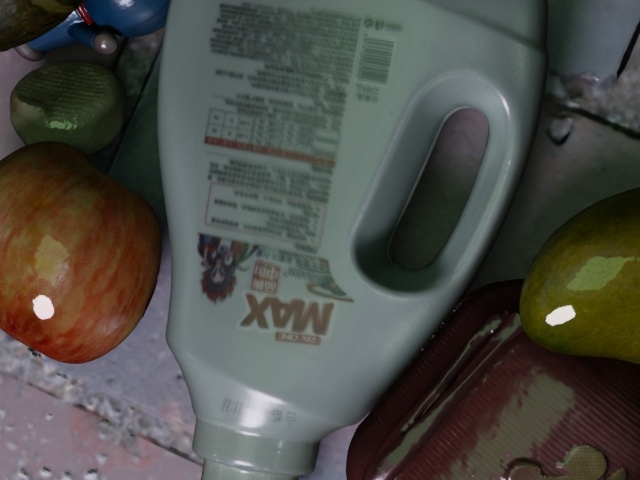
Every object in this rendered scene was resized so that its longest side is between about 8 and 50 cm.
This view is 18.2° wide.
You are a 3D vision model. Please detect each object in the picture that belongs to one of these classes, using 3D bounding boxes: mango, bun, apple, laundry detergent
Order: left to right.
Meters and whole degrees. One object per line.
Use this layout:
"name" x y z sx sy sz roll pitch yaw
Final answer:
"apple" -0.180 0.006 1.383 0.146 0.146 0.131 34 93 12
"bun" -0.181 -0.089 1.432 0.086 0.086 0.055 12 132 13
"laundry detergent" 0.000 0.000 1.357 0.264 0.125 0.398 10 89 11
"mango" 0.264 0.036 1.211 0.289 0.129 0.146 20 121 -22

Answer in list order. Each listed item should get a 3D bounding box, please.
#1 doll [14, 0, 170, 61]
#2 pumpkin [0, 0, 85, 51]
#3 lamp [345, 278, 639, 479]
"doll" -0.154 -0.181 1.425 0.152 0.085 0.114 -21 59 18
"pumpkin" -0.196 -0.265 1.328 0.232 0.242 0.325 8 80 16
"lamp" 0.121 0.128 1.292 0.180 0.180 0.258 40 95 12
